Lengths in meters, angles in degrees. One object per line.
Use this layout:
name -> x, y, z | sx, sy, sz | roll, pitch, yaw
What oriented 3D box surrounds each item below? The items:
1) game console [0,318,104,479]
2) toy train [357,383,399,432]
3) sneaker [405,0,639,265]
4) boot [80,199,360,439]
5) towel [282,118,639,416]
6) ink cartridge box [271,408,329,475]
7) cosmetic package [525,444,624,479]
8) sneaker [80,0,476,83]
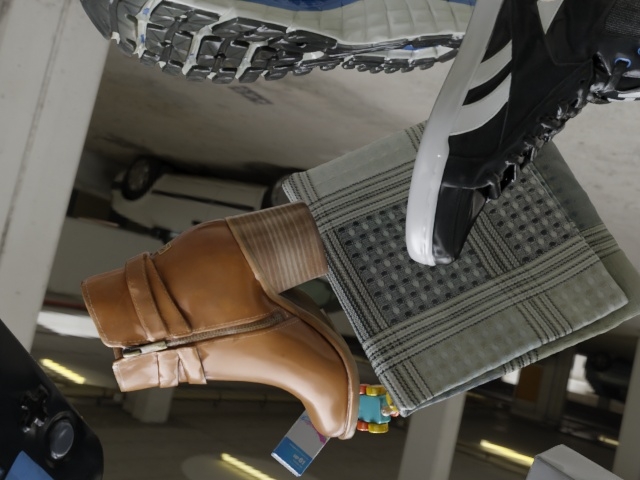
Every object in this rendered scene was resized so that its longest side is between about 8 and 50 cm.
game console -> -0.355, 0.301, 0.647 | 0.060, 0.386, 0.341 | 5, 137, 13
toy train -> 0.084, 0.166, 0.856 | 0.046, 0.166, 0.125 | 2, -136, -33
sneaker -> 0.134, -0.076, 0.391 | 0.121, 0.216, 0.079 | 18, 180, 20
boot -> -0.061, 0.077, 0.464 | 0.153, 0.197, 0.073 | -21, -157, -11
towel -> 0.163, -0.004, 0.763 | 0.325, 0.312, 0.056 | -21, 154, -12
ink cartridge box -> -0.011, 0.269, 0.961 | 0.052, 0.122, 0.088 | 37, 162, 8
cosmetic package -> 0.397, 0.401, 0.933 | 0.107, 0.127, 0.238 | 4, -161, -44
sneaker -> -0.019, -0.206, 0.514 | 0.330, 0.147, 0.130 | -9, 179, -29
